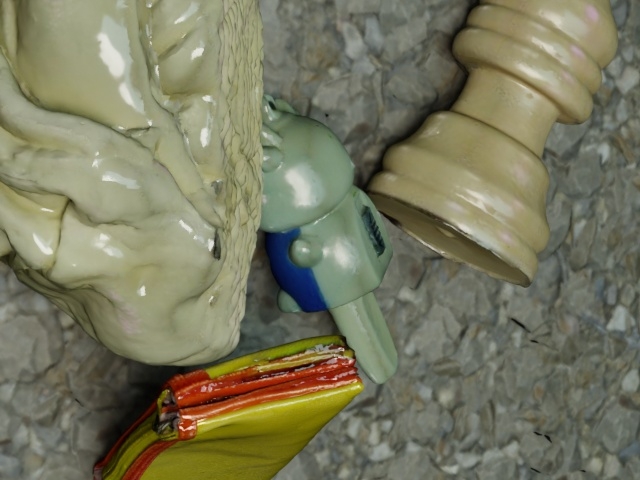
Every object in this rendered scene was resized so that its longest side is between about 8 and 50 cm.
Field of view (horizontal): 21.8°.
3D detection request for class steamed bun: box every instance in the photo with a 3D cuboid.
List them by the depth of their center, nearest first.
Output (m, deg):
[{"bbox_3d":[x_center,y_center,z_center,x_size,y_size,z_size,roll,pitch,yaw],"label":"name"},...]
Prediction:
[{"bbox_3d":[-0.143,-0.083,1.080,0.206,0.275,0.320,4,84,7],"label":"steamed bun"}]

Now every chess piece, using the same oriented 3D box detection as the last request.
[{"bbox_3d":[0.167,-0.132,1.320,0.307,0.138,0.124,-63,152,-9],"label":"chess piece"}]

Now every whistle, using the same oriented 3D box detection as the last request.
[{"bbox_3d":[0.000,0.000,1.258,0.092,0.110,0.244,-17,111,18],"label":"whistle"}]

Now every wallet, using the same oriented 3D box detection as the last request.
[{"bbox_3d":[-0.075,0.130,1.173,0.141,0.241,0.067,-10,71,-25],"label":"wallet"}]
